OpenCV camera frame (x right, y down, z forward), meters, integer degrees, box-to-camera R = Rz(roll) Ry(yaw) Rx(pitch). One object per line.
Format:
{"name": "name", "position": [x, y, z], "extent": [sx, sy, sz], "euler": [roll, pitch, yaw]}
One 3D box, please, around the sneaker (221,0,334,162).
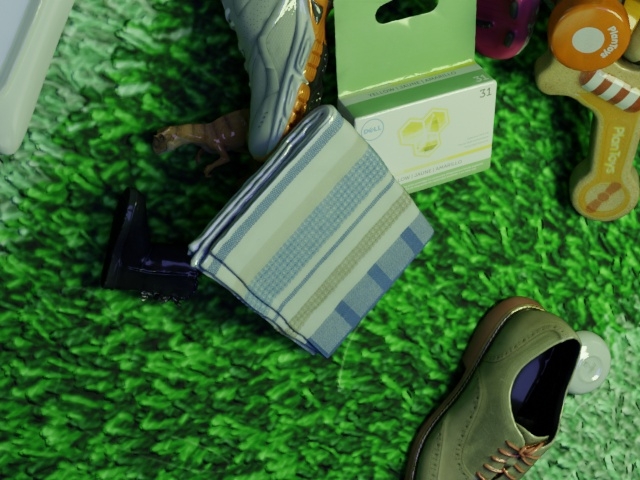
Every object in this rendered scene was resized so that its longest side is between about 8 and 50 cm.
{"name": "sneaker", "position": [-0.053, -0.211, 1.228], "extent": [0.121, 0.099, 0.262], "euler": [11, 87, 10]}

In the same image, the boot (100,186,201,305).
{"name": "boot", "position": [-0.169, 0.008, 1.263], "extent": [0.099, 0.045, 0.121], "euler": [10, 106, -22]}

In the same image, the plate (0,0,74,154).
{"name": "plate", "position": [-0.362, -0.247, 1.122], "extent": [0.277, 0.045, 0.278], "euler": [21, 94, -25]}

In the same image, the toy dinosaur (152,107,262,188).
{"name": "toy dinosaur", "position": [-0.067, -0.116, 1.264], "extent": [0.211, 0.064, 0.112], "euler": [-22, 109, -16]}

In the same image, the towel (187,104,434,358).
{"name": "towel", "position": [0.000, 0.000, 1.272], "extent": [0.209, 0.034, 0.285], "euler": [-48, 143, -2]}

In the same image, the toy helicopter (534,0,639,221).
{"name": "toy helicopter", "position": [0.352, -0.160, 1.340], "extent": [0.235, 0.140, 0.355], "euler": [2, 134, 3]}

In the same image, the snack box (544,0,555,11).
{"name": "snack box", "position": [0.294, -0.336, 1.370], "extent": [0.141, 0.037, 0.100], "euler": [-46, 114, -6]}

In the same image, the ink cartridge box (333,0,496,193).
{"name": "ink cartridge box", "position": [0.101, -0.160, 1.283], "extent": [0.171, 0.056, 0.235], "euler": [-17, 133, -17]}

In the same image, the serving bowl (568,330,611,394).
{"name": "serving bowl", "position": [0.330, 0.156, 1.512], "extent": [0.083, 0.027, 0.083], "euler": [-5, 104, -20]}

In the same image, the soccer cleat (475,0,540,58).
{"name": "soccer cleat", "position": [0.195, -0.357, 1.276], "extent": [0.143, 0.116, 0.331], "euler": [-39, 130, -33]}

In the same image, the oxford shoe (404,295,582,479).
{"name": "oxford shoe", "position": [0.198, 0.239, 1.422], "extent": [0.123, 0.130, 0.348], "euler": [17, 96, -25]}
